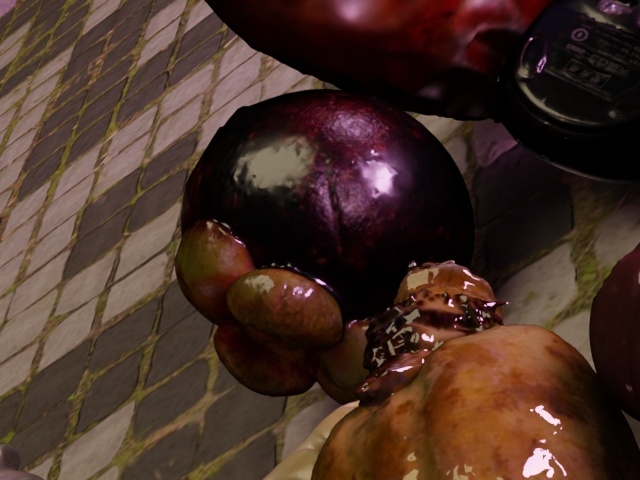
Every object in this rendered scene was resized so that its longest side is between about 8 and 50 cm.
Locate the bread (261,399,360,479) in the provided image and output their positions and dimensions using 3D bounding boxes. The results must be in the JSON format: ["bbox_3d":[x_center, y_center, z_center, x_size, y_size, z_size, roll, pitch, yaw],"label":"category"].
[{"bbox_3d":[0.002,0.162,0.972,0.177,0.084,0.119,-47,-21,-15],"label":"bread"}]

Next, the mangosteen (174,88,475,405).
[{"bbox_3d":[0.000,0.000,1.162,0.210,0.210,0.210,-35,23,17],"label":"mangosteen"}]

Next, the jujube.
[{"bbox_3d":[0.060,-0.204,1.217,0.258,0.258,0.377,-26,-17,36],"label":"jujube"}]

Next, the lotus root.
[{"bbox_3d":[0.075,0.148,0.829,0.169,0.141,0.314,-36,33,26],"label":"lotus root"}]

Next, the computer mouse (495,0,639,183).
[{"bbox_3d":[0.210,-0.124,1.126,0.137,0.096,0.233,31,69,36],"label":"computer mouse"}]

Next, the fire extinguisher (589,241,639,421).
[{"bbox_3d":[0.235,0.071,0.682,0.114,0.135,0.337,-54,31,-3],"label":"fire extinguisher"}]

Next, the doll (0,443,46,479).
[{"bbox_3d":[-0.255,0.214,1.310,0.207,0.081,0.129,-8,67,35],"label":"doll"}]
